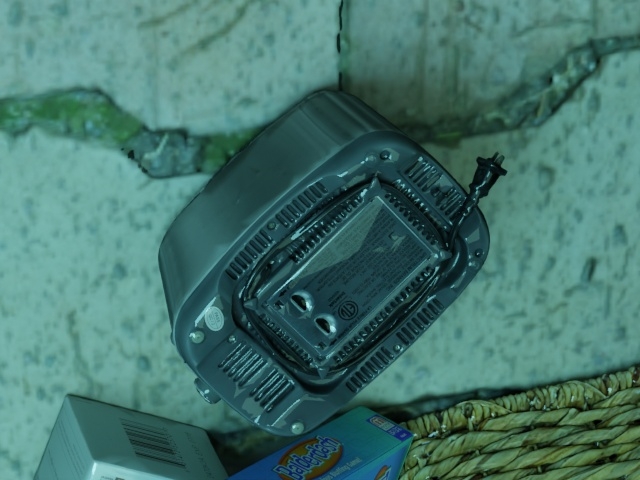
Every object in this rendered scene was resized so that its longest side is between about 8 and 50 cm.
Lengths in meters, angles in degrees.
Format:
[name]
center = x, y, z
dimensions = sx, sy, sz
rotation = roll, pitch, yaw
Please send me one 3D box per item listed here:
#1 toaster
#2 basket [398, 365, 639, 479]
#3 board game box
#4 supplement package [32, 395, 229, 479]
[toaster]
center = 0.000, 0.000, 1.193
dimensions = 0.227, 0.146, 0.129
rotation = -45, 115, 4
[basket]
center = 0.203, 0.237, 1.368
dimensions = 0.299, 0.223, 0.213
rotation = -13, 145, -12
[board game box]
center = -0.028, 0.206, 1.233
dimensions = 0.047, 0.210, 0.160
rotation = 27, 112, 22
[supplement package]
center = -0.138, 0.209, 1.251
dimensions = 0.105, 0.105, 0.179
rotation = 17, 104, -23
